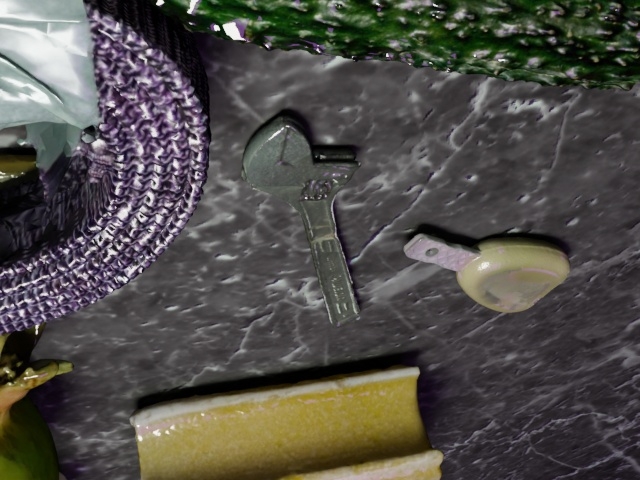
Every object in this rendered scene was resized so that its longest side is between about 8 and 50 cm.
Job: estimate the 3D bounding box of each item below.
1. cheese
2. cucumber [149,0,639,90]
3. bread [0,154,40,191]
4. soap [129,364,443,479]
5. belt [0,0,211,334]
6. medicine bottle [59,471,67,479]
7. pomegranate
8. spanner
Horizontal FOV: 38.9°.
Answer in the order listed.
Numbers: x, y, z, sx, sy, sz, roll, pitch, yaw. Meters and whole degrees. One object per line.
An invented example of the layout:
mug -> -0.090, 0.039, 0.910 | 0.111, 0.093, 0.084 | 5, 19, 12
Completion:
cheese -> 0.156, 0.023, 0.880 | 0.192, 0.037, 0.097 | 16, 133, -36
cucumber -> 0.048, -0.149, 0.550 | 0.359, 0.096, 0.096 | 0, 142, -22
bread -> -0.217, -0.041, 0.648 | 0.088, 0.033, 0.049 | -4, 131, -15
soap -> -0.042, 0.280, 1.057 | 0.335, 0.156, 0.293 | -6, 148, -13
belt -> -0.225, -0.055, 0.535 | 0.325, 0.122, 0.260 | -14, 134, -1
medicine bottle -> -0.324, 0.308, 0.959 | 0.119, 0.183, 0.069 | -1, 102, 2
pomegranate -> -0.313, 0.188, 0.798 | 0.286, 0.231, 0.231 | -48, 142, -4
spanner -> 0.000, 0.000, 0.797 | 0.093, 0.026, 0.325 | -15, 146, 0
